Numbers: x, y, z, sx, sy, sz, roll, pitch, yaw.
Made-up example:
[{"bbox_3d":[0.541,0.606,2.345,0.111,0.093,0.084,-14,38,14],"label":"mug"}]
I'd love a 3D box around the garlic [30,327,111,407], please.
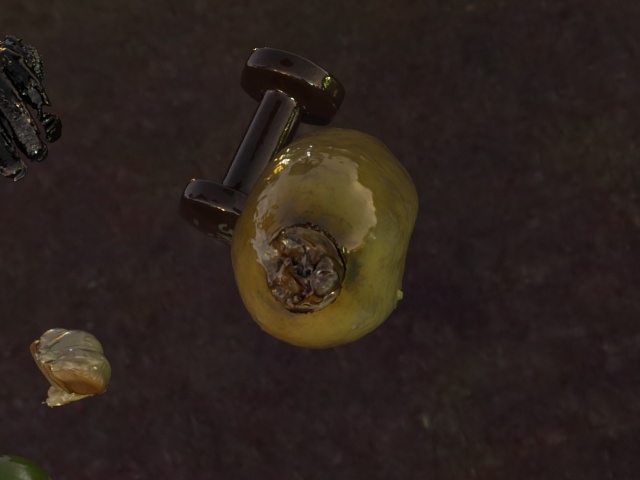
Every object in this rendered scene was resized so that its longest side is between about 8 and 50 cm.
[{"bbox_3d":[-0.282,0.135,1.594,0.113,0.094,0.074,5,50,32],"label":"garlic"}]

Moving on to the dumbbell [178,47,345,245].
[{"bbox_3d":[-0.069,-0.104,1.674,0.124,0.140,0.225,25,75,-4],"label":"dumbbell"}]

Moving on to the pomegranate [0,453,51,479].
[{"bbox_3d":[-0.468,0.384,1.967,0.202,0.248,0.202,-21,49,26],"label":"pomegranate"}]

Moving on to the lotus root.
[{"bbox_3d":[0.000,0.000,1.187,0.151,0.169,0.342,10,14,7],"label":"lotus root"}]

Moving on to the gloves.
[{"bbox_3d":[-0.342,-0.128,1.470,0.129,0.106,0.180,-21,25,5],"label":"gloves"}]
